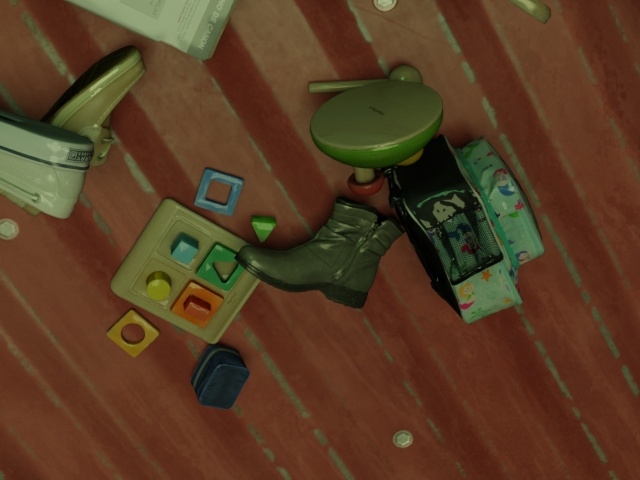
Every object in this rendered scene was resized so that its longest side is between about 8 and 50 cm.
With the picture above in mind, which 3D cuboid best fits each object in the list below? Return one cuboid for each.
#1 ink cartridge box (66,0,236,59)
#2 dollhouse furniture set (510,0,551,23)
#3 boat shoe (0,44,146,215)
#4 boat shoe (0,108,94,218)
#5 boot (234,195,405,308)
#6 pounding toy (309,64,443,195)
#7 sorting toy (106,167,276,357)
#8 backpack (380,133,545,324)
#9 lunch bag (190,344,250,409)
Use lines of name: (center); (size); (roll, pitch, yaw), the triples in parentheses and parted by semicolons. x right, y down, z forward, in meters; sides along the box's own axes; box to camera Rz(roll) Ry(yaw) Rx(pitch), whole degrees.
ink cartridge box: (-0.208, -0.433, 1.202); (0.272, 0.130, 0.309); (24, 107, -15)
dollhouse furniture set: (0.341, -0.431, 1.087); (0.256, 0.394, 0.362); (32, 108, -5)
boat shoe: (-0.343, -0.153, 1.312); (0.302, 0.109, 0.098); (-41, 114, 16)
boat shoe: (-0.475, -0.107, 1.242); (0.367, 0.136, 0.156); (19, 102, 16)
boot: (0.000, 0.000, 1.404); (0.246, 0.083, 0.161); (16, 106, -30)
pounding toy: (0.082, -0.145, 1.292); (0.183, 0.237, 0.110); (-12, 124, 3)
sorting toy: (-0.203, 0.057, 1.432); (0.196, 0.047, 0.348); (31, 105, -15)
backpack: (0.217, -0.014, 1.351); (0.191, 0.225, 0.253); (-20, 119, 5)
lunch bag: (-0.165, 0.221, 1.490); (0.067, 0.065, 0.098); (20, 110, -32)
